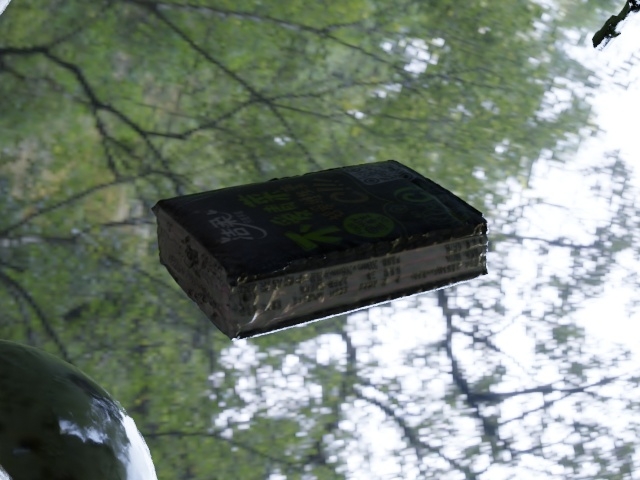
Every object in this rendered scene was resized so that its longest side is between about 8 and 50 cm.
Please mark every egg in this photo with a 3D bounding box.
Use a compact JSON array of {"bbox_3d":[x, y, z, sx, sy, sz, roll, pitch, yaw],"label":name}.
[{"bbox_3d":[-0.361,0.263,1.306,0.428,0.345,0.345,-11,-100,8],"label":"egg"}]

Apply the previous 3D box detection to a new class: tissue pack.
[{"bbox_3d":[0.000,0.000,1.170,0.173,0.236,0.073,38,-45,55],"label":"tissue pack"}]

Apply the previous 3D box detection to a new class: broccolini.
[{"bbox_3d":[0.218,-0.156,0.971,0.035,0.140,0.030,30,-103,1],"label":"broccolini"}]

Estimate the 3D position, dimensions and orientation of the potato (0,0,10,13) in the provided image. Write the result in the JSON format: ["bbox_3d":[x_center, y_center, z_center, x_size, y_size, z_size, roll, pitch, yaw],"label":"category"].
[{"bbox_3d":[-0.176,-0.145,0.565,0.138,0.091,0.070,39,-48,-7],"label":"potato"}]

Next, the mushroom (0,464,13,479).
[{"bbox_3d":[-0.357,0.205,0.909,0.345,0.345,0.239,-35,-93,27],"label":"mushroom"}]
